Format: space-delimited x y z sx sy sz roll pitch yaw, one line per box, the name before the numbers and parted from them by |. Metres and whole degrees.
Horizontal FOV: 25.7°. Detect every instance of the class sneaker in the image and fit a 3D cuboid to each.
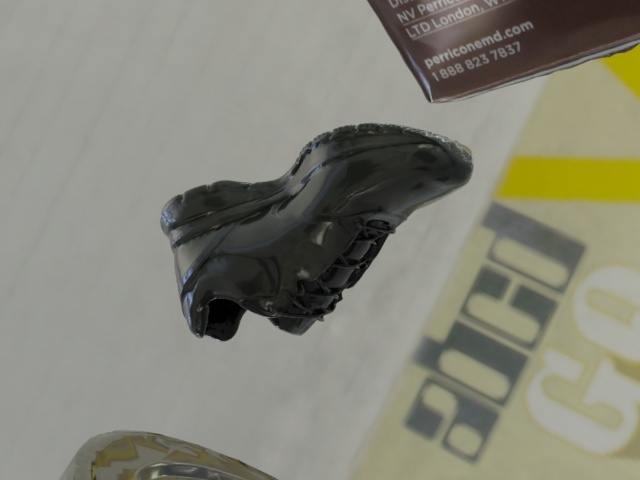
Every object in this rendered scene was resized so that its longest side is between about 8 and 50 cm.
sneaker | 0.000 0.000 1.064 0.109 0.286 0.130 14 -117 -46

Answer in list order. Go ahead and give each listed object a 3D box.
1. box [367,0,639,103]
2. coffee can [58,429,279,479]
box | 0.032 -0.265 0.543 0.381 0.143 0.191 58 -140 -22
coffee can | -0.057 0.220 0.375 0.275 0.201 0.201 -55 -29 4
